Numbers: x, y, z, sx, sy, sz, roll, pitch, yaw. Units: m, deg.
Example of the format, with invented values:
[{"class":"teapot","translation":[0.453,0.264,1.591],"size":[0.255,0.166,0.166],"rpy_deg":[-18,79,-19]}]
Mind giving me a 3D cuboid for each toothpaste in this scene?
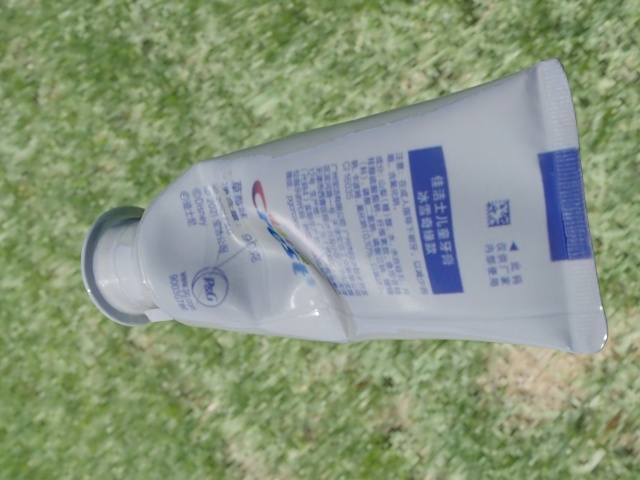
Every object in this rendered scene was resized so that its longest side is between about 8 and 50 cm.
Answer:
[{"class":"toothpaste","translation":[0.000,0.000,0.524],"size":[0.266,0.061,0.096],"rpy_deg":[-8,93,48]}]
